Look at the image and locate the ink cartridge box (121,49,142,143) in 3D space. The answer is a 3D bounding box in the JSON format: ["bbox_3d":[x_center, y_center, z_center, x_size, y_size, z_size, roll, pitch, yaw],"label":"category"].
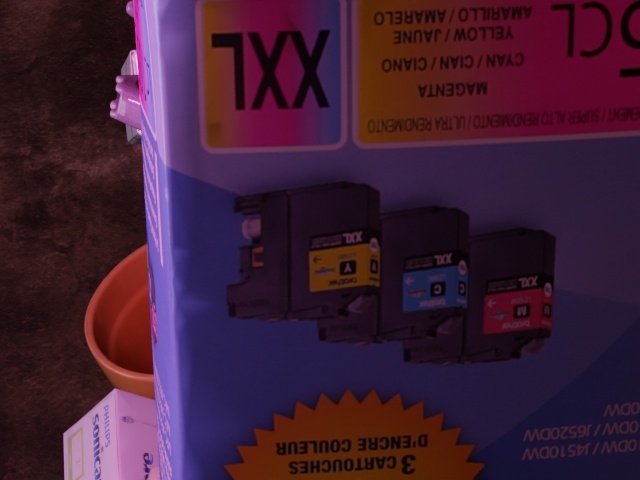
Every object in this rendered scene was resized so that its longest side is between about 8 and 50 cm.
[{"bbox_3d":[-0.160,-0.201,2.090,0.283,0.207,0.117,-171,75,-80],"label":"ink cartridge box"}]

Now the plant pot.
[{"bbox_3d":[-0.132,0.142,1.955,0.291,0.291,0.203,-107,0,-53],"label":"plant pot"}]

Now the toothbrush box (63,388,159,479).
[{"bbox_3d":[-0.152,0.321,1.809,0.122,0.283,0.206,-39,44,34],"label":"toothbrush box"}]

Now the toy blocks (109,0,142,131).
[{"bbox_3d":[-0.225,-0.306,1.613,0.288,0.260,0.309,-105,27,-61],"label":"toy blocks"}]

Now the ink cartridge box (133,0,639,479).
[{"bbox_3d":[0.064,0.058,0.658,0.151,0.270,0.395,-107,15,-65],"label":"ink cartridge box"}]

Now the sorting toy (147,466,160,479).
[{"bbox_3d":[-0.031,0.261,1.447,0.255,0.257,0.089,102,178,-60],"label":"sorting toy"}]
